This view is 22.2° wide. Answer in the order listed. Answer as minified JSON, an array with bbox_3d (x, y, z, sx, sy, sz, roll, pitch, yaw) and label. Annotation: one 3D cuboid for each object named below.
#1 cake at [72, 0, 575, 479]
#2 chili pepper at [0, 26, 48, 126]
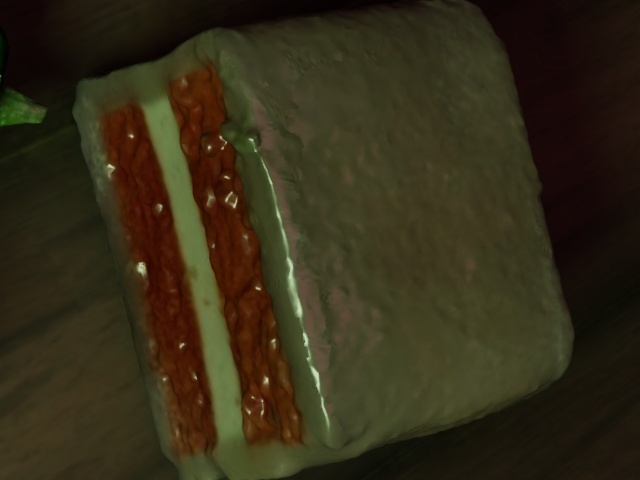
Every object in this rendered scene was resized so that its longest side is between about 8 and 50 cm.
[{"bbox_3d":[0.000,0.000,1.118,0.230,0.237,0.309,-17,91,-34],"label":"cake"},{"bbox_3d":[-0.298,-0.121,1.012,0.270,0.099,0.136,22,58,-25],"label":"chili pepper"}]
